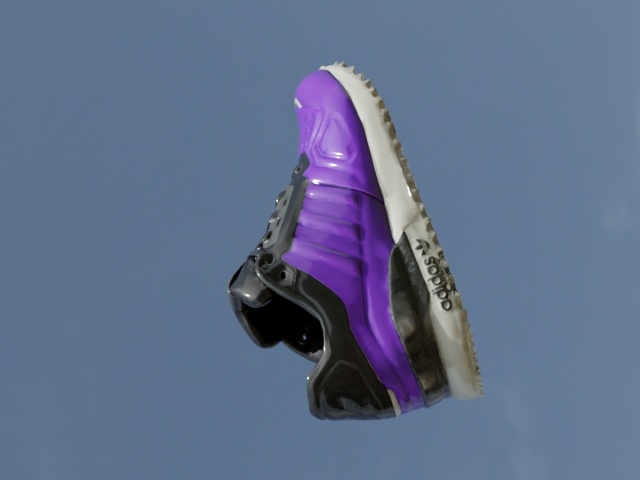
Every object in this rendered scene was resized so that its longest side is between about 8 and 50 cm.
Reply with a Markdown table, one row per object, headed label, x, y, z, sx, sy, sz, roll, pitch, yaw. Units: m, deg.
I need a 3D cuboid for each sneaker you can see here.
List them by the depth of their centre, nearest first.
| label | x | y | z | sx | sy | sz | roll | pitch | yaw |
| --- | --- | --- | --- | --- | --- | --- | --- | --- | --- |
| sneaker | 0.000 | 0.000 | 1.051 | 0.102 | 0.146 | 0.293 | 71 | 179 | -51 |
